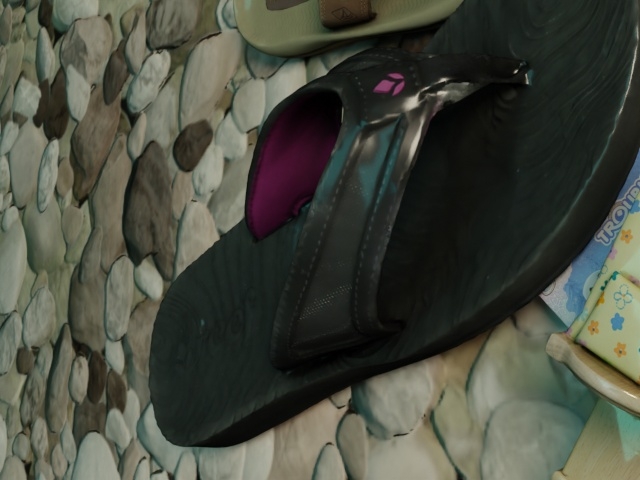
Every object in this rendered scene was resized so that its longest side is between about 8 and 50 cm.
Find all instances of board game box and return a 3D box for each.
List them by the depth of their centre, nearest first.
[{"bbox_3d":[0.149,0.015,0.440,0.090,0.020,0.090,-59,44,25],"label":"board game box"}]

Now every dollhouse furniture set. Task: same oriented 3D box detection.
[{"bbox_3d":[0.167,0.060,0.331,0.161,0.101,0.182,35,112,37],"label":"dollhouse furniture set"}]

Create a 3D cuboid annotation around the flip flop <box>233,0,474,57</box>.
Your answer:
[{"bbox_3d":[0.020,-0.180,0.585,0.277,0.080,0.112,-6,79,50],"label":"flip flop"}]

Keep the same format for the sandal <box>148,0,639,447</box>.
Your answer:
[{"bbox_3d":[0.000,0.003,0.549,0.446,0.107,0.167,-42,48,39],"label":"sandal"}]
